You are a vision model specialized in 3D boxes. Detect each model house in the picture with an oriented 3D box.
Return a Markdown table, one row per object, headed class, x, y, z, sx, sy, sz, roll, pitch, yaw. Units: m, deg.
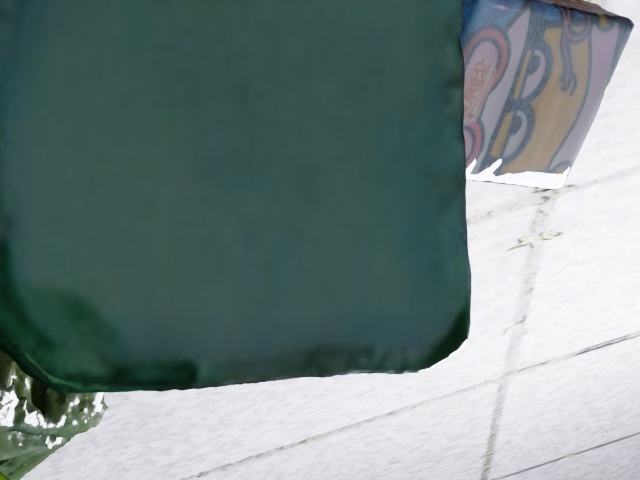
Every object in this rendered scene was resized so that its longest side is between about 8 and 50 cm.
| class | x | y | z | sx | sy | sz | roll | pitch | yaw |
| --- | --- | --- | --- | --- | --- | --- | --- | --- | --- |
| model house | -0.102 | -0.044 | 0.883 | 0.280 | 0.230 | 0.248 | 1 | 176 | -38 |

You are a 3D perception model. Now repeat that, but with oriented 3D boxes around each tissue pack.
| class | x | y | z | sx | sy | sz | roll | pitch | yaw |
| --- | --- | --- | --- | --- | --- | --- | --- | --- | --- |
| tissue pack | 0.099 | -0.094 | 1.034 | 0.155 | 0.065 | 0.115 | 5 | 112 | -46 |

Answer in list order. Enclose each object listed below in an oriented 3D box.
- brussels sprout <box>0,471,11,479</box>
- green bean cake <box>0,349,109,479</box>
| class | x | y | z | sx | sy | sz | roll | pitch | yaw |
| --- | --- | --- | --- | --- | --- | --- | --- | --- | --- |
| brussels sprout | -0.308 | 0.264 | 0.975 | 0.289 | 0.355 | 0.281 | 27 | 158 | -28 |
| green bean cake | -0.299 | 0.115 | 1.194 | 0.255 | 0.132 | 0.241 | -33 | 152 | 33 |
